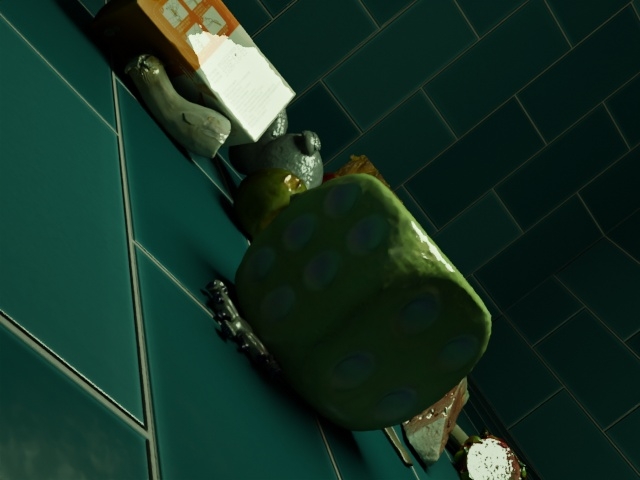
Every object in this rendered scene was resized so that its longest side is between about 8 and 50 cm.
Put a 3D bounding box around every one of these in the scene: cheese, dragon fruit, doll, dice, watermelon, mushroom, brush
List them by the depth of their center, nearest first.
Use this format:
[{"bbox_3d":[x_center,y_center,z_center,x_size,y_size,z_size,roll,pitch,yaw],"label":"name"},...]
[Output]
[{"bbox_3d":[0.054,0.082,1.126,0.250,0.252,0.254,48,4,-39],"label":"dice"},{"bbox_3d":[0.102,0.283,1.374,0.190,0.027,0.034,56,9,34],"label":"brush"},{"bbox_3d":[-0.263,-0.242,1.525,0.223,0.092,0.081,42,8,-7],"label":"mushroom"},{"bbox_3d":[0.208,0.327,1.528,0.094,0.154,0.241,51,18,0],"label":"watermelon"},{"bbox_3d":[0.344,0.460,1.733,0.138,0.142,0.175,16,-11,-10],"label":"dragon fruit"},{"bbox_3d":[-0.087,-0.168,1.740,0.158,0.245,0.340,5,20,-24],"label":"doll"},{"bbox_3d":[0.277,0.408,1.833,0.400,0.034,0.085,48,-18,-23],"label":"cheese"}]

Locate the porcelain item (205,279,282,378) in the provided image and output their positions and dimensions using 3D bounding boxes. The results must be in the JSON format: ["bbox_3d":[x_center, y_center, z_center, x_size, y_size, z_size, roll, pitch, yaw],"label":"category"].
[{"bbox_3d":[-0.095,0.101,0.963,0.136,0.021,0.075,52,5,12],"label":"porcelain item"}]

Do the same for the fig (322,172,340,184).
[{"bbox_3d":[0.015,-0.011,1.912,0.290,0.191,0.190,67,9,12],"label":"fig"}]

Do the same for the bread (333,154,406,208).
[{"bbox_3d":[0.111,-0.048,2.371,0.207,0.279,0.279,49,4,-44],"label":"bread"}]

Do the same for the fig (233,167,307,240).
[{"bbox_3d":[-0.083,-0.062,1.522,0.144,0.154,0.165,12,-23,-15],"label":"fig"}]

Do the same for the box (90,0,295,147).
[{"bbox_3d":[-0.245,-0.345,1.604,0.341,0.143,0.225,48,-26,-26],"label":"box"}]
